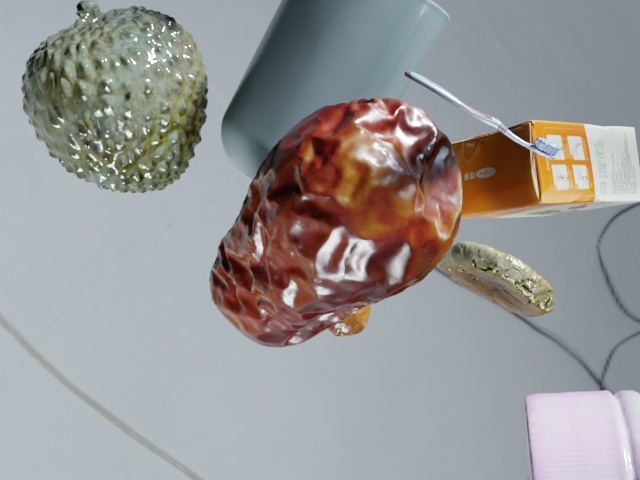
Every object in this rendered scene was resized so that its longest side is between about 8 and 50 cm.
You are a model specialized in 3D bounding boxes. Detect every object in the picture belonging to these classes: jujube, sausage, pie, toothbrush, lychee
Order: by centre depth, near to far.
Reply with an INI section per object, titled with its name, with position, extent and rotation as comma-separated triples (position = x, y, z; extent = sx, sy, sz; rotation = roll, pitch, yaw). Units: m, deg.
[jujube]
position = 0.000, 0.000, 0.911
extent = 0.216, 0.342, 0.216
rotation = 17, 54, -26
[toothbrush]
position = 0.179, -0.142, 0.953
extent = 0.193, 0.019, 0.013
rotation = 29, 33, 3
[lychee]
position = -0.278, -0.199, 1.186
extent = 0.255, 0.255, 0.274
rotation = -34, 110, -27
[pie]
position = 0.265, 0.059, 1.276
extent = 0.195, 0.195, 0.046
rotation = 33, 80, -17
[sausage]
position = 0.047, 0.056, 1.300
extent = 0.076, 0.076, 0.198
rotation = 23, 55, -21

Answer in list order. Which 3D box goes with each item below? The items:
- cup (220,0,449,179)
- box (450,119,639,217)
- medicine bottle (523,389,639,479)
[cup]
position = 0.007, -0.215, 1.137
extent = 0.205, 0.205, 0.312
rotation = 26, 103, -20
[box]
position = 0.389, -0.120, 1.526
extent = 0.341, 0.224, 0.144
rotation = -5, 87, -41
[medicine bottle]
position = 0.338, 0.224, 0.714
extent = 0.315, 0.202, 0.202
rotation = -5, 81, 13
